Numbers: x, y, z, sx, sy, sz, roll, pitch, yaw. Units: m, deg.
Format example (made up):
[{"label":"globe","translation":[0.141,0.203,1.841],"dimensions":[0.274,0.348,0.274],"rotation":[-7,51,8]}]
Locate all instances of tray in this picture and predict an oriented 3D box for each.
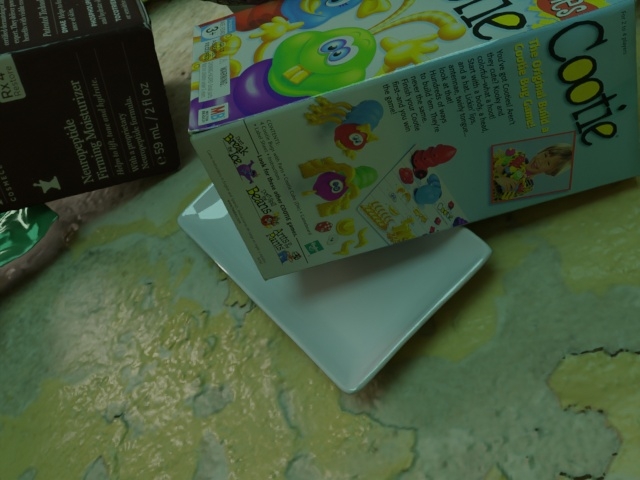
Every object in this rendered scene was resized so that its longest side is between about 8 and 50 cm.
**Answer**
[{"label":"tray","translation":[0.000,0.000,0.659],"dimensions":[0.145,0.030,0.270],"rotation":[-44,46,-7]}]

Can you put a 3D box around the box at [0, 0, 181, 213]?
[{"label":"box","translation":[-0.259,-0.154,0.796],"dimensions":[0.203,0.169,0.167],"rotation":[-16,46,-11]}]

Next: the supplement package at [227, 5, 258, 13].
[{"label":"supplement package","translation":[0.043,-0.314,0.769],"dimensions":[0.261,0.145,0.204],"rotation":[-10,63,26]}]

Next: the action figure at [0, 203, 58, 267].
[{"label":"action figure","translation":[-0.365,0.041,0.825],"dimensions":[0.137,0.063,0.232],"rotation":[32,78,41]}]

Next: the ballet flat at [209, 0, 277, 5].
[{"label":"ballet flat","translation":[-0.021,-0.408,0.673],"dimensions":[0.182,0.164,0.483],"rotation":[7,74,42]}]

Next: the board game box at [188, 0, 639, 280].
[{"label":"board game box","translation":[0.063,-0.101,0.585],"dimensions":[0.275,0.144,0.142],"rotation":[-15,43,8]}]
